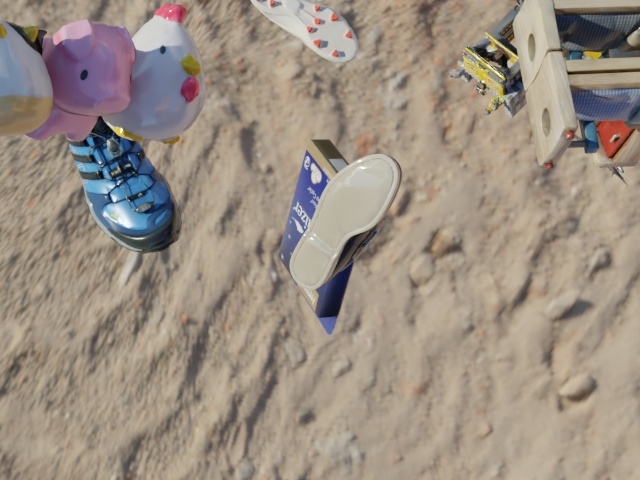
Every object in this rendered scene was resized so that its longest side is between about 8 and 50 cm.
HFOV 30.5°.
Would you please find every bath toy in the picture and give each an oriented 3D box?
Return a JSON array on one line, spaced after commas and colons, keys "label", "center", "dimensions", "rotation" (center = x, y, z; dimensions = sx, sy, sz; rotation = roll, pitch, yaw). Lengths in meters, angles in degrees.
[{"label": "bath toy", "center": [-0.221, -0.144, 0.977], "dimensions": [0.151, 0.348, 0.129], "rotation": [37, 115, 30]}]

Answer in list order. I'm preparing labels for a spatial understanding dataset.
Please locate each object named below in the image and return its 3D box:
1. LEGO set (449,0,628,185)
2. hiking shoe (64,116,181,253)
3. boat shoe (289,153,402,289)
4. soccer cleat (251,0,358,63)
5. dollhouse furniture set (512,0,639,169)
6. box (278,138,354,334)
[{"label": "LEGO set", "center": [0.294, -0.226, 1.470], "dimensions": [0.192, 0.255, 0.331], "rotation": [-44, 74, -4]}, {"label": "hiking shoe", "center": [-0.290, -0.114, 1.580], "dimensions": [0.113, 0.132, 0.304], "rotation": [-31, 67, -9]}, {"label": "boat shoe", "center": [0.037, -0.027, 1.378], "dimensions": [0.075, 0.065, 0.206], "rotation": [46, 123, 15]}, {"label": "soccer cleat", "center": [-0.022, -0.334, 1.785], "dimensions": [0.196, 0.076, 0.068], "rotation": [35, 89, 8]}, {"label": "dollhouse furniture set", "center": [0.215, -0.102, 0.918], "dimensions": [0.129, 0.184, 0.129], "rotation": [-3, 69, -7]}, {"label": "box", "center": [0.000, 0.000, 1.515], "dimensions": [0.036, 0.136, 0.225], "rotation": [-5, 128, -27]}]
